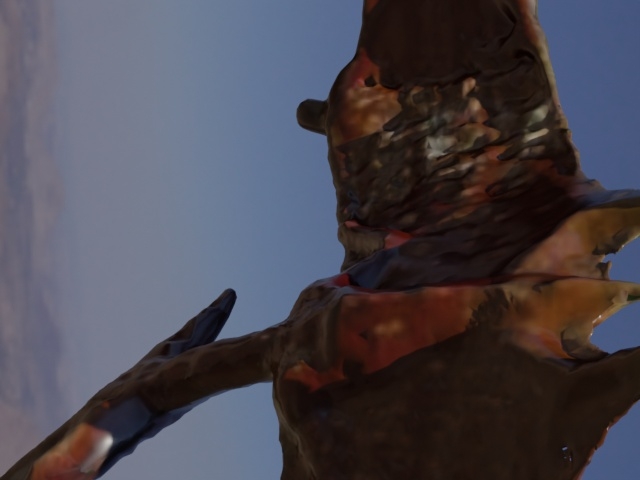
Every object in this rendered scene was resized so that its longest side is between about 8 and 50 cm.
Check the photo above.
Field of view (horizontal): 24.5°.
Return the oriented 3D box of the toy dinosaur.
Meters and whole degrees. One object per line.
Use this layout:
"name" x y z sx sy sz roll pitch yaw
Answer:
"toy dinosaur" 0.009 -0.006 0.355 0.206 0.327 0.113 10 -35 48
